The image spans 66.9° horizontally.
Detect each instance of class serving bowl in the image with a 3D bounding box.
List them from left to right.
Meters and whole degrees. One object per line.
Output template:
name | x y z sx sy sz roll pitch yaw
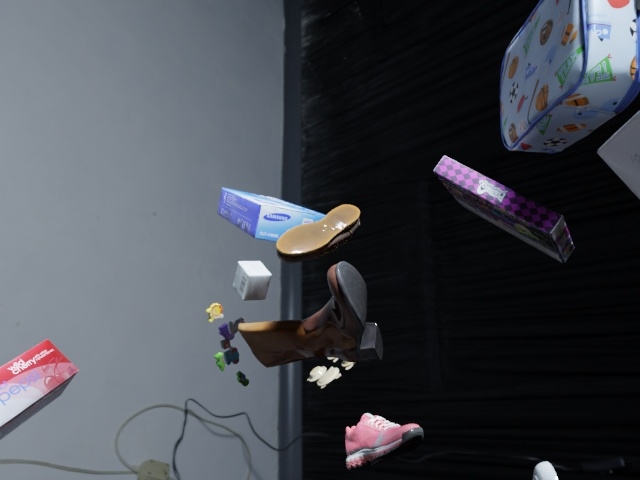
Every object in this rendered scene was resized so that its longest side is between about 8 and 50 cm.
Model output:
serving bowl | 0.386 0.427 0.837 0.083 0.027 0.084 -3 90 -85

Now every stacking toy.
stacking toy | -0.271 0.311 1.452 0.052 0.167 0.221 -16 107 -34

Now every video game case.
video game case | 0.338 -0.054 0.886 0.042 0.232 0.210 -56 145 6

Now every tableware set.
tableware set | 0.034 0.321 1.245 0.141 0.168 0.020 -37 99 -17

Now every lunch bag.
lunch bag | 0.389 -0.287 0.771 0.114 0.303 0.243 6 80 -2

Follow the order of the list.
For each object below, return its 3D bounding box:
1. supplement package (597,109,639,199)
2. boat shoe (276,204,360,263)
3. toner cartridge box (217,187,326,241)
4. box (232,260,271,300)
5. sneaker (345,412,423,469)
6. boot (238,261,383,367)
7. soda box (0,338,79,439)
supplement package | 0.454 -0.127 0.434 0.175 0.293 0.177 54 13 13
boat shoe | 0.000 0.000 0.956 0.206 0.073 0.073 -25 53 -33
toner cartridge box | -0.123 -0.059 1.148 0.165 0.347 0.075 8 98 -26
box | -0.231 0.134 1.630 0.087 0.102 0.101 1 116 -33
sneaker | 0.160 0.556 1.388 0.115 0.314 0.136 8 54 -35
boot | -0.035 0.160 0.992 0.264 0.280 0.096 65 26 -42
soda box | -0.522 0.269 0.762 0.083 0.092 0.263 43 26 1
